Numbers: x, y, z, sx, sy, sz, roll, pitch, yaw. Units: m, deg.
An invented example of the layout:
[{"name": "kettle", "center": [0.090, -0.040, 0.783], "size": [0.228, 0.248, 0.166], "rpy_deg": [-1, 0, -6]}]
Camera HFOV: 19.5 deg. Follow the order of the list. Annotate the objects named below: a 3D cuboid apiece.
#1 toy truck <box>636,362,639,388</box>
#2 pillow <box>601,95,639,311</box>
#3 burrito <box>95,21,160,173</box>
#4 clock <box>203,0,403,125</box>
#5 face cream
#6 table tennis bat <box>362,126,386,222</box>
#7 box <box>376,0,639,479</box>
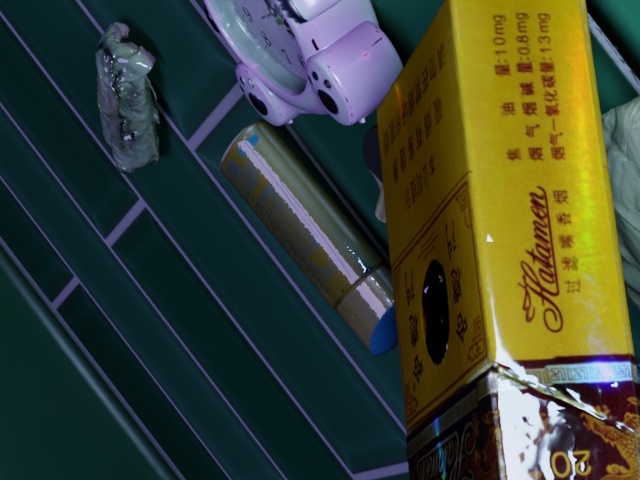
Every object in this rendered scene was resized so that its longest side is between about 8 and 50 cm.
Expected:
[{"name": "toy truck", "center": [0.304, 0.148, 1.638], "size": [0.090, 0.073, 0.056], "rpy_deg": [38, 161, 1]}, {"name": "pillow", "center": [0.288, 0.020, 1.425], "size": [0.281, 0.076, 0.274], "rpy_deg": [54, 163, -3]}, {"name": "burrito", "center": [-0.244, -0.165, 2.348], "size": [0.096, 0.066, 0.309], "rpy_deg": [51, 161, 19]}, {"name": "clock", "center": [-0.038, -0.226, 1.729], "size": [0.248, 0.090, 0.227], "rpy_deg": [60, 160, -16]}, {"name": "face cream", "center": [0.000, 0.000, 2.070], "size": [0.285, 0.067, 0.139], "rpy_deg": [51, 162, 6]}, {"name": "table tennis bat", "center": [0.070, -0.060, 1.886], "size": [0.087, 0.013, 0.156], "rpy_deg": [46, 159, 16]}, {"name": "box", "center": [0.139, 0.045, 1.432], "size": [0.264, 0.116, 0.415], "rpy_deg": [127, 140, -70]}]
